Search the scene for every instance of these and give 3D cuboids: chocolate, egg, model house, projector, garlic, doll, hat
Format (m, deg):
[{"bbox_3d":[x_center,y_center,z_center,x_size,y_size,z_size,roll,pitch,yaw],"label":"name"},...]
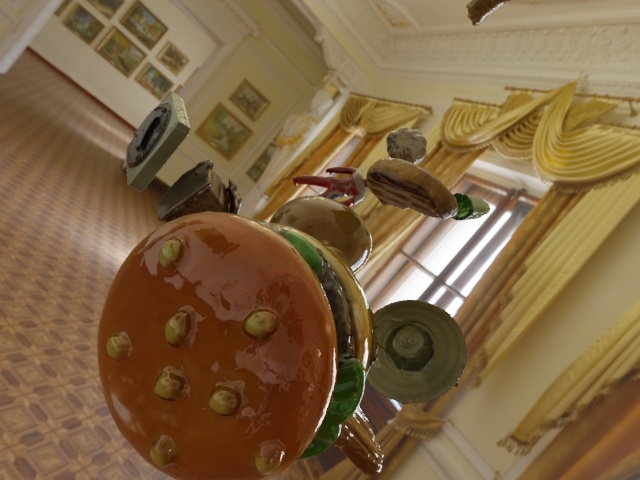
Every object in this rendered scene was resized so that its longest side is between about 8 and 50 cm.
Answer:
[{"bbox_3d":[0.596,-0.128,1.743,0.110,0.110,0.291,41,26,29],"label":"chocolate"},{"bbox_3d":[0.000,0.000,1.288,0.322,0.250,0.250,12,16,-29],"label":"egg"},{"bbox_3d":[-0.336,-0.083,1.324,0.229,0.220,0.199,58,3,-32],"label":"model house"},{"bbox_3d":[-0.516,-0.316,1.375,0.079,0.259,0.257,32,20,-40],"label":"projector"},{"bbox_3d":[0.309,-0.333,1.592,0.159,0.147,0.102,46,0,34],"label":"garlic"},{"bbox_3d":[0.088,-0.202,1.657,0.099,0.384,0.188,65,18,-64],"label":"doll"},{"bbox_3d":[0.214,0.252,1.062,0.252,0.252,0.110,40,8,1],"label":"hat"}]

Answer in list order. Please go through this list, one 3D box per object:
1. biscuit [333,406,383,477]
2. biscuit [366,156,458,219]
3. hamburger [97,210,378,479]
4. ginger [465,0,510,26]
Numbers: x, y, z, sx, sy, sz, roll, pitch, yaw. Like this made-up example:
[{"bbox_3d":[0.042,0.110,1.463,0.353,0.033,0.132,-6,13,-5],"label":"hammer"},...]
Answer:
[{"bbox_3d":[0.038,0.432,1.178,0.350,0.078,0.455,48,-4,6],"label":"biscuit"},{"bbox_3d":[0.239,-0.147,1.216,0.274,0.091,0.213,29,-10,48],"label":"biscuit"},{"bbox_3d":[-0.138,0.143,0.657,0.396,0.396,0.277,41,13,19],"label":"hamburger"},{"bbox_3d":[0.598,-0.826,1.325,0.236,0.375,0.166,20,20,20],"label":"ginger"}]
